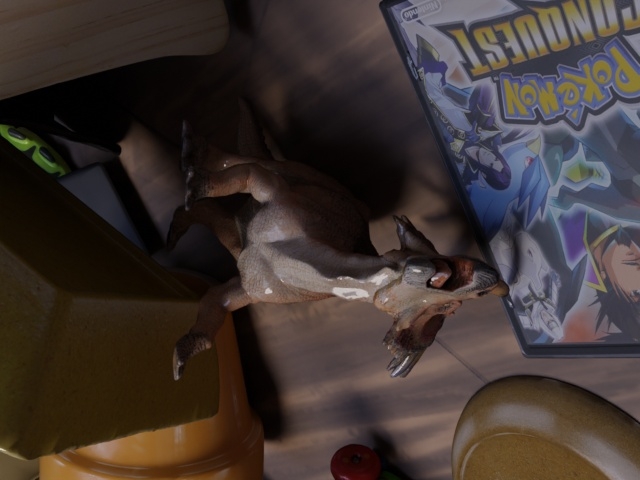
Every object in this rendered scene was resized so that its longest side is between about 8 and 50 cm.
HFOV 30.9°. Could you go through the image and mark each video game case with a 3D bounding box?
[{"bbox_3d":[0.171,-0.052,0.624,0.275,0.035,0.248,-9,108,54],"label":"video game case"}]

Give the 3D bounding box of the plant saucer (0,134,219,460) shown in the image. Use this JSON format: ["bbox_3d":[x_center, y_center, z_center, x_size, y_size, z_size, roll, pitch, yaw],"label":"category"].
[{"bbox_3d":[-0.227,0.002,0.807,0.333,0.333,0.081,37,97,14],"label":"plant saucer"}]

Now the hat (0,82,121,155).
[{"bbox_3d":[-0.302,-0.179,0.985,0.331,0.331,0.133,25,94,40],"label":"hat"}]

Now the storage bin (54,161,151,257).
[{"bbox_3d":[-0.223,-0.009,1.090,0.135,0.091,0.098,62,169,-6],"label":"storage bin"}]

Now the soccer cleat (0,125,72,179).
[{"bbox_3d":[-0.325,-0.076,1.209,0.289,0.093,0.121,44,174,13],"label":"soccer cleat"}]

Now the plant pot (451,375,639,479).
[{"bbox_3d":[0.178,0.206,0.816,0.236,0.032,0.236,32,138,35],"label":"plant pot"}]

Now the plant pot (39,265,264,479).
[{"bbox_3d":[-0.151,0.131,1.046,0.205,0.205,0.187,20,115,43],"label":"plant pot"}]

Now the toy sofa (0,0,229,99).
[{"bbox_3d":[-0.236,-0.182,0.750,0.150,0.363,0.177,21,126,41],"label":"toy sofa"}]

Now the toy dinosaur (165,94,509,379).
[{"bbox_3d":[0.000,0.000,0.800,0.295,0.201,0.127,-109,25,-61],"label":"toy dinosaur"}]

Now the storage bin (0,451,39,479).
[{"bbox_3d":[-0.369,0.140,1.256,0.123,0.260,0.262,-4,112,49],"label":"storage bin"}]

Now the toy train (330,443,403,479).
[{"bbox_3d":[0.008,0.280,0.898,0.143,0.248,0.105,27,135,31],"label":"toy train"}]
